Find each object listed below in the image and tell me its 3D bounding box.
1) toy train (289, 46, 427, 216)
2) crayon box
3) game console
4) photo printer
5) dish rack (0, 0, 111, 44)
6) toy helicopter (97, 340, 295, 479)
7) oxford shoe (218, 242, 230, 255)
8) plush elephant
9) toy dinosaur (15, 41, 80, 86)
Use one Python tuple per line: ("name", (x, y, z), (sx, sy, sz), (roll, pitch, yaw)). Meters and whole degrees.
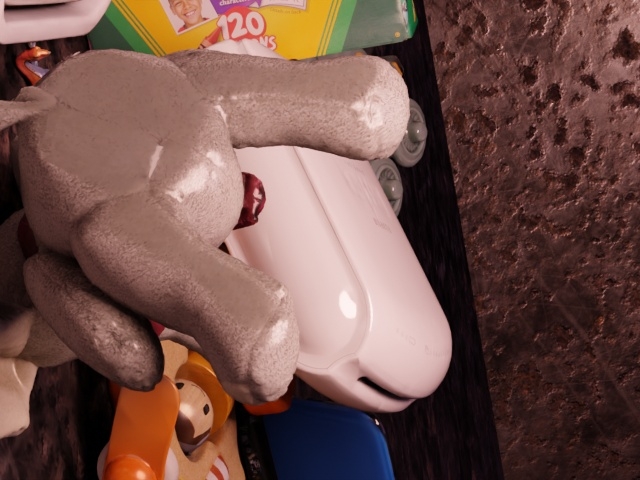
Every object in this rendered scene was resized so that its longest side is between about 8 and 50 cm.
("toy train", (0.000, -0.089, 2.091), (0.190, 0.142, 0.334), (58, 44, -39))
("crayon box", (-0.068, -0.236, 1.692), (0.081, 0.278, 0.165), (-65, 144, -70))
("game console", (0.024, 0.259, 2.031), (0.250, 0.173, 0.293), (-69, 148, -66))
("photo printer", (0.000, 0.000, 1.648), (0.307, 0.107, 0.256), (64, 13, 17))
("dish rack", (-0.178, -0.315, 1.469), (0.285, 0.072, 0.332), (-38, 149, -77))
("toy helicopter", (-0.108, 0.219, 1.549), (0.235, 0.140, 0.355), (17, 67, -74))
("oxford shoe", (-0.116, -0.011, 1.698), (0.364, 0.130, 0.132), (38, 37, -74))
("plush elephant", (-0.136, 0.009, 1.341), (0.255, 0.330, 0.272), (103, 3, -56))
("toy dinosaur", (-0.209, -0.121, 1.541), (0.082, 0.047, 0.090), (8, 84, -58))
